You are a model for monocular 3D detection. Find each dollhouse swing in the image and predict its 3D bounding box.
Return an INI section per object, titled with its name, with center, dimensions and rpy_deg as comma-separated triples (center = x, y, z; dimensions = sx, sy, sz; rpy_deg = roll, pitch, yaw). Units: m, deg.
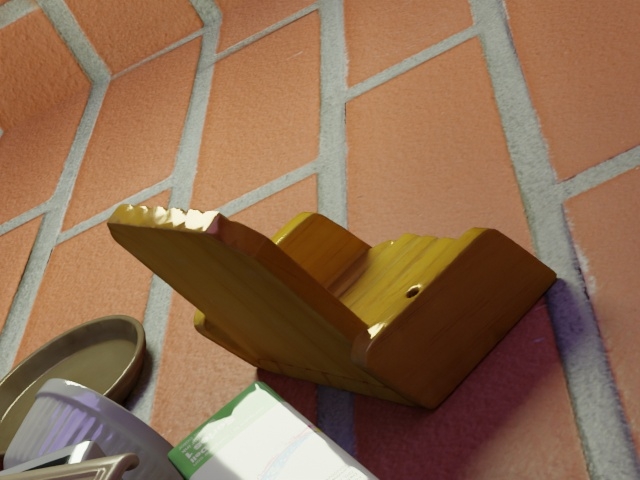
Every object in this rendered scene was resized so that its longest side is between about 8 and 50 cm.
[dollhouse swing]
center = 0.000, 0.000, 1.691
dimensions = 0.315, 0.305, 0.347
rpy_deg = -44, 26, -24

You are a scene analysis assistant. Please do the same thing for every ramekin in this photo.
[ramekin]
center = -0.243, 0.253, 1.632
dimensions = 0.207, 0.207, 0.109
rpy_deg = 2, 50, 51

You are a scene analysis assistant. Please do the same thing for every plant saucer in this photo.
[plant saucer]
center = -0.347, 0.203, 2.039
dimensions = 0.278, 0.041, 0.278
rpy_deg = -25, 25, 13

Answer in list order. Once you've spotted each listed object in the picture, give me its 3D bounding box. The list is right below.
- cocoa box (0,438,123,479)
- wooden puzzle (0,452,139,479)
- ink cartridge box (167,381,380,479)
[cocoa box]
center = -0.277, 0.396, 1.355
dimensions = 0.231, 0.228, 0.347
rpy_deg = -21, 26, 19
[wooden puzzle]
center = -0.282, 0.273, 1.274
dimensions = 0.221, 0.044, 0.239
rpy_deg = -14, 25, 32
[ink cartridge box]
center = 0.005, 0.266, 1.299
dimensions = 0.117, 0.201, 0.278
rpy_deg = -38, 25, -11
